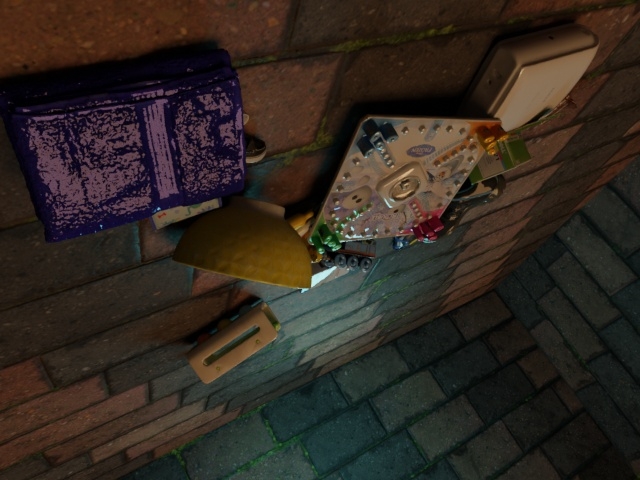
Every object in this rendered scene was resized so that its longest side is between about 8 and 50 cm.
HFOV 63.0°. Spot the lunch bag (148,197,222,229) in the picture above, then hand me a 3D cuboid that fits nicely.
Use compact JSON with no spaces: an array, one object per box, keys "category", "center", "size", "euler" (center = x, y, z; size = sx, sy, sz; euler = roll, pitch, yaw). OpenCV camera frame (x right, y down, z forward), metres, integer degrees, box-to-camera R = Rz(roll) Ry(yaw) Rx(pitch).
[{"category":"lunch bag","center":[-0.243,-0.110,0.855],"size":[0.128,0.096,0.151],"euler":[-24,147,-18]}]

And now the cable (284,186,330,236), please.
[{"category":"cable","center":[0.008,-0.077,1.276],"size":[0.287,0.072,0.139],"euler":[-32,162,0]}]

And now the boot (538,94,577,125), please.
[{"category":"boot","center":[0.721,-0.392,1.597],"size":[0.106,0.037,0.114],"euler":[17,125,-45]}]

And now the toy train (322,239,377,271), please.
[{"category":"toy train","center":[0.083,0.033,1.546],"size":[0.184,0.105,0.080],"euler":[10,176,-35]}]

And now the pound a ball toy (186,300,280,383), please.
[{"category":"pound a ball toy","center":[-0.289,0.313,1.655],"size":[0.319,0.136,0.208],"euler":[-33,-177,3]}]

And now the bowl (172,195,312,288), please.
[{"category":"bowl","center":[-0.145,-0.004,1.080],"size":[0.289,0.289,0.156],"euler":[18,83,-61]}]

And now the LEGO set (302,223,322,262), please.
[{"category":"LEGO set","center":[0.000,0.000,1.394],"size":[0.087,0.093,0.227],"euler":[-10,149,-42]}]

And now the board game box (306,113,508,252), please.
[{"category":"board game box","center":[0.201,-0.121,1.235],"size":[0.389,0.050,0.390],"euler":[-6,142,-28]}]

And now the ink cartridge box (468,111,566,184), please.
[{"category":"ink cartridge box","center":[0.538,-0.251,1.420],"size":[0.255,0.097,0.188],"euler":[-20,-179,36]}]

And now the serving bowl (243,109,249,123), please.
[{"category":"serving bowl","center":[-0.161,-0.196,0.860],"size":[0.083,0.027,0.083],"euler":[-28,180,0]}]

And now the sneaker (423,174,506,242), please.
[{"category":"sneaker","center":[0.423,-0.127,1.695],"size":[0.139,0.125,0.341],"euler":[26,123,-35]}]

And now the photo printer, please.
[{"category":"photo printer","center":[0.500,-0.379,1.249],"size":[0.307,0.107,0.256],"euler":[-21,156,-25]}]

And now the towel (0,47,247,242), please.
[{"category":"towel","center":[-0.251,-0.128,0.728],"size":[0.308,0.076,0.228],"euler":[-19,126,-24]}]

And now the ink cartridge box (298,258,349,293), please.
[{"category":"ink cartridge box","center":[0.009,0.087,1.624],"size":[0.180,0.060,0.104],"euler":[-21,155,-24]}]

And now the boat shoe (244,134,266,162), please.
[{"category":"boat shoe","center":[-0.138,-0.164,0.918],"size":[0.142,0.049,0.040],"euler":[-27,157,-54]}]

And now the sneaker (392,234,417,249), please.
[{"category":"sneaker","center":[0.285,-0.007,1.809],"size":[0.053,0.059,0.144],"euler":[-36,180,-22]}]
